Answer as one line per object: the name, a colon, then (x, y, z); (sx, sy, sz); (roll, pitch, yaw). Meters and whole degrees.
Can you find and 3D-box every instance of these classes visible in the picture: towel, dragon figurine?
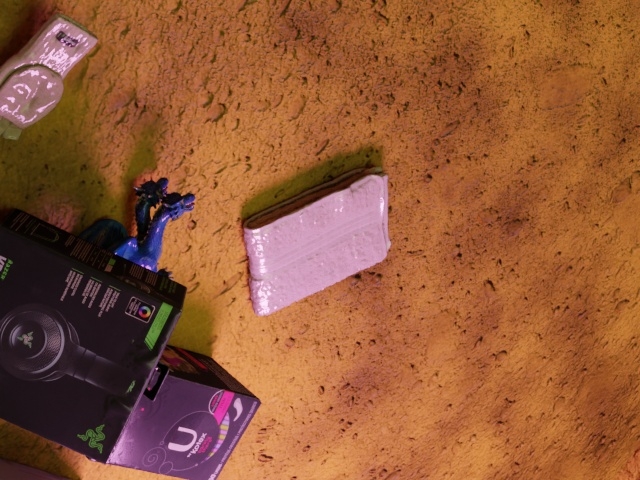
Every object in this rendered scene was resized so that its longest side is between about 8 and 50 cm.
towel: (0.000, 0.000, 2.251); (0.282, 0.049, 0.187); (-26, 131, -27)
dragon figurine: (-0.300, 0.026, 1.965); (0.289, 0.085, 0.144); (-34, 134, -16)

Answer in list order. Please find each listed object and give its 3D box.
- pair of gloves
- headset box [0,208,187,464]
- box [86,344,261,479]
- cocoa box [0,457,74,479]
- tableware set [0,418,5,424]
pair of gloves: (-0.423, -0.226, 1.708); (0.240, 0.042, 0.204); (19, 116, -43)
headset box: (-0.342, 0.133, 1.857); (0.283, 0.131, 0.246); (26, 100, -8)
box: (-0.253, 0.256, 2.116); (0.270, 0.143, 0.165); (22, 100, -47)
cocoa box: (-0.463, 0.468, 1.997); (0.347, 0.231, 0.228); (32, 92, -49)
tableware set: (-0.482, 0.230, 1.984); (0.154, 0.024, 0.104); (-18, 131, -35)
